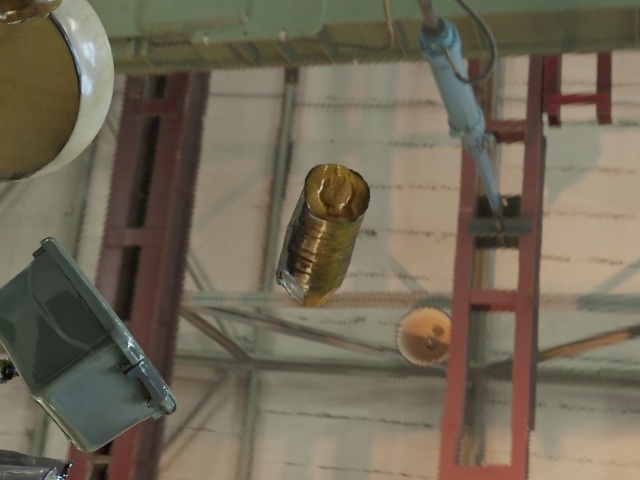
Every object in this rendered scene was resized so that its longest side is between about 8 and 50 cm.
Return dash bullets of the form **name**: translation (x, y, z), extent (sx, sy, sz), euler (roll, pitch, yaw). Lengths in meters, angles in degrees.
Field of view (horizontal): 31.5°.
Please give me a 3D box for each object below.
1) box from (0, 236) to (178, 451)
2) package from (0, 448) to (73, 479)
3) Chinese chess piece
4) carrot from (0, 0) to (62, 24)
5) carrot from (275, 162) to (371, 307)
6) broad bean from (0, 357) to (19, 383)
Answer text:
- **box**: translation (-0.209, 0.093, 0.958), extent (0.093, 0.124, 0.172), euler (-37, -135, -11)
- **package**: translation (-0.427, 0.325, 1.315), extent (0.204, 0.251, 0.062), euler (3, -65, 16)
- **Chinese chess piece**: translation (-0.361, -0.192, 1.277), extent (0.257, 0.104, 0.257), euler (4, -70, 12)
- **carrot**: translation (-0.222, -0.309, 0.716), extent (0.070, 0.070, 0.342), euler (-7, -81, 14)
- **carrot**: translation (0.000, 0.000, 1.231), extent (0.082, 0.173, 0.082), euler (7, -131, -9)
- **broad bean**: translation (-0.504, 0.145, 1.334), extent (0.339, 0.061, 0.077), euler (1, -75, -1)
